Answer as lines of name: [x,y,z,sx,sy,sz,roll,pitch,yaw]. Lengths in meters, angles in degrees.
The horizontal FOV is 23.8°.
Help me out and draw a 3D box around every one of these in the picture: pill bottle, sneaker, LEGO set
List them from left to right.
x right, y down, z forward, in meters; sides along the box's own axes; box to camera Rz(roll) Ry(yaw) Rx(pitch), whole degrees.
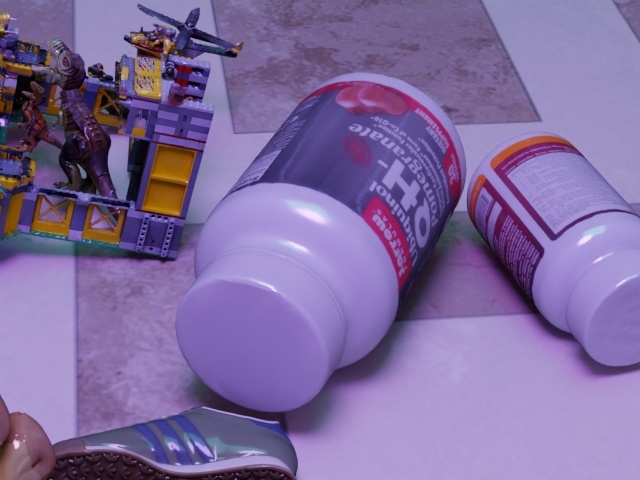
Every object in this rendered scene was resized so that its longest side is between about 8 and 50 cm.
LEGO set: [-0.214,-0.142,1.435,0.255,0.192,0.331,15,31,-6]
sneaker: [-0.111,0.165,1.156,0.192,0.064,0.086,3,27,0]
pill bottle: [0.000,0.000,1.294,0.176,0.176,0.318,14,37,16]
pill bottle: [0.226,0.006,1.347,0.121,0.121,0.221,-10,38,-18]

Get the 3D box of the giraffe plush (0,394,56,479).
giraffe plush: [-0.318,0.178,1.064,0.171,0.181,0.210,19,71,38]
